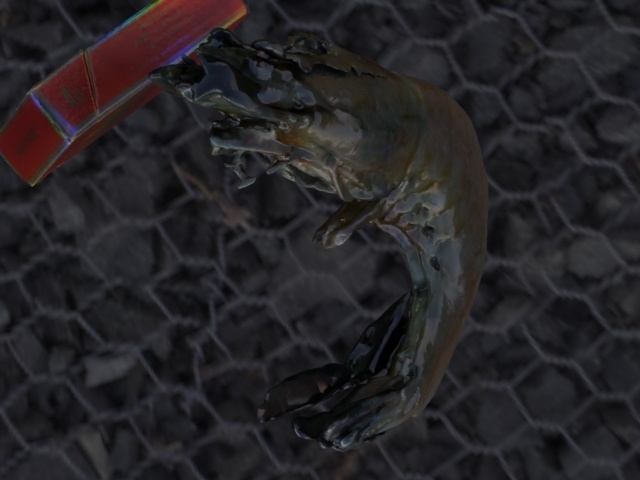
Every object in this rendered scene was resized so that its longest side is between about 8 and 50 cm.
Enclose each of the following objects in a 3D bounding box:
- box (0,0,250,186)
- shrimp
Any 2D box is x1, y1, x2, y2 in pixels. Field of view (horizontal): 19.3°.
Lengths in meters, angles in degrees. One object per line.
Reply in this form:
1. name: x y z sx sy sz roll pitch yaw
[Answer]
1. box: -0.142 -0.118 1.328 0.175 0.112 0.048 -40 93 -29
2. shrimp: 0.000 0.000 0.710 0.219 0.046 0.152 24 77 -55
